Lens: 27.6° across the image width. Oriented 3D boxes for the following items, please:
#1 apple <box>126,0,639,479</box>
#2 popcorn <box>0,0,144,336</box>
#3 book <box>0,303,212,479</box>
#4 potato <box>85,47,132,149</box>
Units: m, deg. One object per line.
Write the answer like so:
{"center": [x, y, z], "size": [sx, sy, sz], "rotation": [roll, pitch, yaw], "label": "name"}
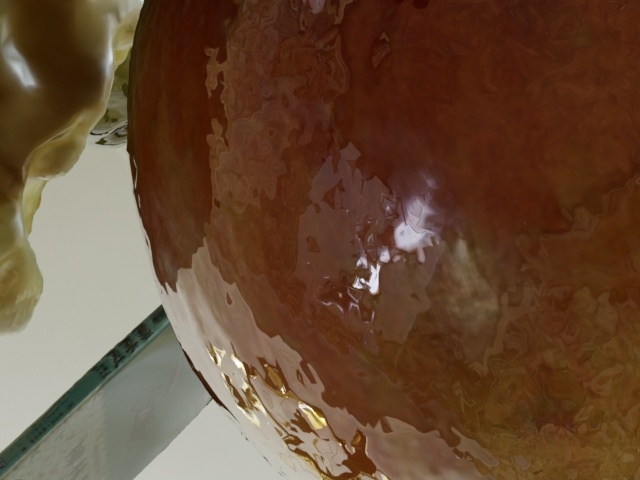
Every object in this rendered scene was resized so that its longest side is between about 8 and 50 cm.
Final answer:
{"center": [0.071, -0.016, 0.478], "size": [0.301, 0.301, 0.301], "rotation": [3, -124, -4], "label": "apple"}
{"center": [-0.277, -0.103, 0.602], "size": [0.390, 0.354, 0.344], "rotation": [-4, -81, 11], "label": "popcorn"}
{"center": [-0.231, 0.209, 1.339], "size": [0.031, 0.264, 0.379], "rotation": [35, -123, 18], "label": "book"}
{"center": [-0.214, -0.194, 1.093], "size": [0.148, 0.197, 0.228], "rotation": [-32, -101, -32], "label": "potato"}
